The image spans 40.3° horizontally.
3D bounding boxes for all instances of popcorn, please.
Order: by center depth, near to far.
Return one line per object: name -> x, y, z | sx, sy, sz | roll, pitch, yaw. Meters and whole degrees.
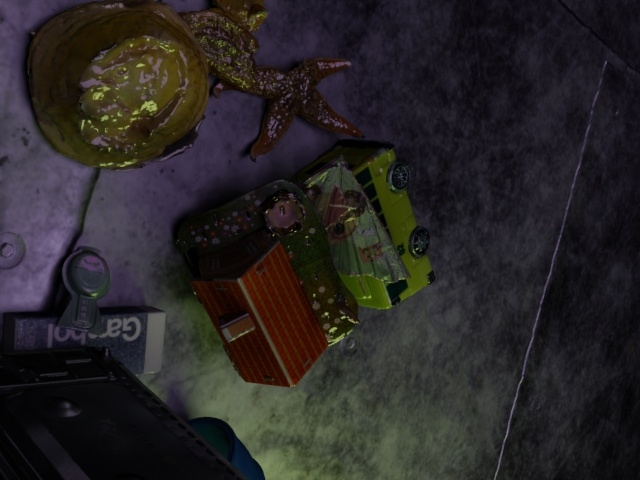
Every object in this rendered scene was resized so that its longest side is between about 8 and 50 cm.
popcorn -> -0.107, -0.320, 1.215 | 0.084, 0.084, 0.084 | -9, 104, -41

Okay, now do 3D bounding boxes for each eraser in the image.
eraser -> -0.306, 0.136, 1.137 | 0.213, 0.046, 0.091 | 1, 98, -43

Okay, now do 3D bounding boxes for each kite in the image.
kite -> 0.000, 0.000, 1.304 | 0.323, 0.013, 0.267 | 11, 108, -16

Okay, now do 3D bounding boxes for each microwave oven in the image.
microwave oven -> -0.275, 0.337, 0.934 | 0.247, 0.394, 0.332 | 0, 110, -43

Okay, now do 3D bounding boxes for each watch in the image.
watch -> -0.181, 0.357, 1.215 | 0.200, 0.196, 0.171 | -65, 146, -41

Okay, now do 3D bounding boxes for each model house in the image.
model house -> -0.058, 0.085, 1.230 | 0.207, 0.154, 0.293 | -24, 117, -1

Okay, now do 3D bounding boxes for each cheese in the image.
cheese -> -0.299, 0.060, 1.113 | 0.067, 0.026, 0.120 | 17, 56, -28

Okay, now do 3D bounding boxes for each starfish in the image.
starfish -> -0.049, -0.200, 1.314 | 0.248, 0.050, 0.138 | -16, 106, -28

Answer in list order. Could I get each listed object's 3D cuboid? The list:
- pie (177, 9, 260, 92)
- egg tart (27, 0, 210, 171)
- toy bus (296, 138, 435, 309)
pie -> -0.146, -0.265, 1.193 | 0.170, 0.034, 0.092 | 24, 110, -34
egg tart -> -0.239, -0.195, 1.091 | 0.252, 0.098, 0.231 | 18, 93, -36
toy bus -> 0.075, -0.019, 1.405 | 0.150, 0.128, 0.262 | -37, 119, -31
